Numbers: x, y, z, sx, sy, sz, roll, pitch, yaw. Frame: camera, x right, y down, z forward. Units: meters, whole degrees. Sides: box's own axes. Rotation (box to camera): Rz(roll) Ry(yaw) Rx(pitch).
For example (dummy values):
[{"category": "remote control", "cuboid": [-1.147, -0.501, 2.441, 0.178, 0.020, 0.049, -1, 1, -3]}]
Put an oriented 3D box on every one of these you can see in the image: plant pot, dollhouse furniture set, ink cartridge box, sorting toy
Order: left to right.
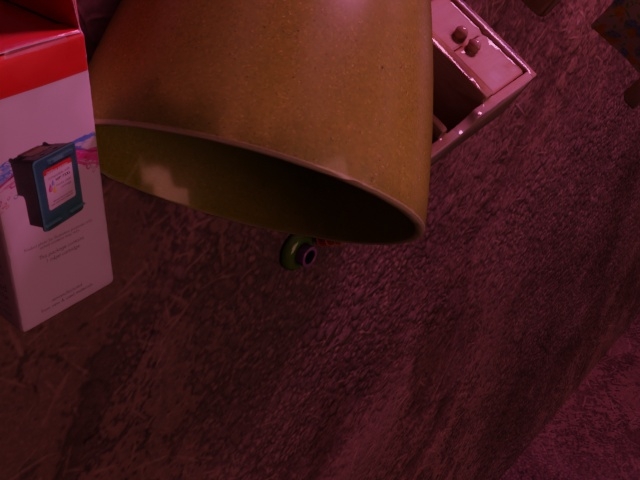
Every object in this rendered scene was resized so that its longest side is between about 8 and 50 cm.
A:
[{"category": "ink cartridge box", "cuboid": [-0.210, -0.075, 0.526, 0.078, 0.134, 0.231, -33, 137, -40]}, {"category": "plant pot", "cuboid": [-0.023, -0.174, 0.645, 0.275, 0.274, 0.294, 31, 71, -60]}, {"category": "sorting toy", "cuboid": [0.000, 0.000, 0.993, 0.102, 0.042, 0.061, -43, 144, -30]}, {"category": "dollhouse furniture set", "cuboid": [0.161, -0.248, 0.764, 0.256, 0.362, 0.394, -37, 171, -39]}]
